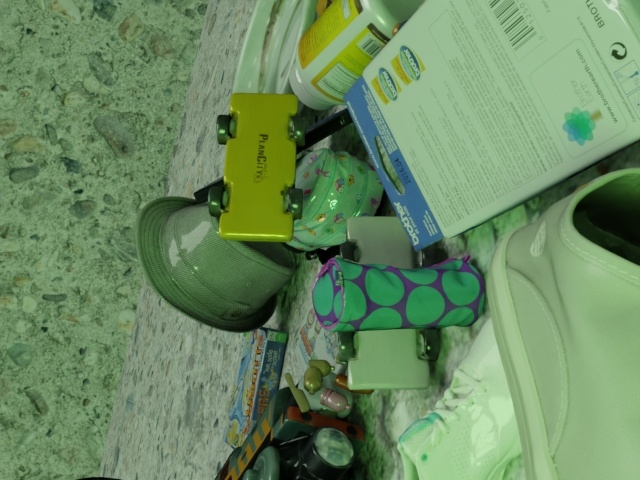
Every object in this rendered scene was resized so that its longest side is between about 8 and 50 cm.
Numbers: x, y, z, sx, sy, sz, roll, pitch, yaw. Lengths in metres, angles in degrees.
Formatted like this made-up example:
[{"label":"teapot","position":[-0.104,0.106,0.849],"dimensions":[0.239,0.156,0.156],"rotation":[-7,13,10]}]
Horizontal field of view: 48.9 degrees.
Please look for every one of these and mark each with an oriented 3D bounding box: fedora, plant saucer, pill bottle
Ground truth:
[{"label":"fedora","position":[-0.138,0.013,1.097],"dimensions":[0.124,0.275,0.243],"rotation":[-34,49,27]},{"label":"plant saucer","position":[-0.056,-0.333,1.264],"dimensions":[0.400,0.100,0.400],"rotation":[-167,90,-69]},{"label":"pill bottle","position":[0.046,-0.254,0.915],"dimensions":[0.215,0.117,0.117],"rotation":[-31,50,53]}]

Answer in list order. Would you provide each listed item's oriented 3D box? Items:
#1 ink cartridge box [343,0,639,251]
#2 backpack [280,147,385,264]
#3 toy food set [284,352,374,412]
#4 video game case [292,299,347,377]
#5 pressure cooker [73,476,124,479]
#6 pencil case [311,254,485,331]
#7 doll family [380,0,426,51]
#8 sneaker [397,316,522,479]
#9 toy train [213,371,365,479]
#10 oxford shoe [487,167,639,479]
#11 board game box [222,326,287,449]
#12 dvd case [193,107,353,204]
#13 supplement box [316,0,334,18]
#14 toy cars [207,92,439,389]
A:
[{"label":"ink cartridge box","position":[0.142,-0.121,0.590],"dimensions":[0.311,0.065,0.185],"rotation":[-36,79,57]},{"label":"backpack","position":[0.006,-0.051,0.928],"dimensions":[0.182,0.115,0.152],"rotation":[-3,72,65]},{"label":"toy food set","position":[0.026,0.154,0.780],"dimensions":[0.078,0.122,0.019],"rotation":[-124,24,-46]},{"label":"video game case","position":[0.008,0.132,0.944],"dimensions":[0.157,0.019,0.143],"rotation":[-116,44,-59]},{"label":"pressure cooker","position":[-0.137,0.395,0.547],"dimensions":[0.370,0.375,0.420],"rotation":[-47,55,43]},{"label":"pencil case","position":[0.073,0.048,0.651],"dimensions":[0.064,0.152,0.070],"rotation":[145,124,-65]},{"label":"doll family","position":[0.124,-0.233,0.731],"dimensions":[0.163,0.118,0.263],"rotation":[-147,72,-67]},{"label":"sneaker","position":[0.110,0.154,0.575],"dimensions":[0.080,0.094,0.212],"rotation":[-142,67,-68]},{"label":"toy train","position":[-0.054,0.302,0.851],"dimensions":[0.190,0.142,0.334],"rotation":[-92,25,-52]},{"label":"oxford shoe","position":[0.188,0.117,0.319],"dimensions":[0.449,0.169,0.130],"rotation":[-94,28,-48]},{"label":"board game box","position":[-0.108,0.240,1.146],"dimensions":[0.136,0.035,0.201],"rotation":[172,110,-67]},{"label":"dvd case","position":[-0.051,-0.127,0.997],"dimensions":[0.022,0.253,0.180],"rotation":[61,159,-10]},{"label":"supplement box","position":[0.059,-0.354,0.943],"dimensions":[0.233,0.080,0.078],"rotation":[126,134,-65]},{"label":"toy cars","position":[0.000,0.000,0.775],"dimensions":[0.393,0.176,0.087],"rotation":[48,163,18]}]
